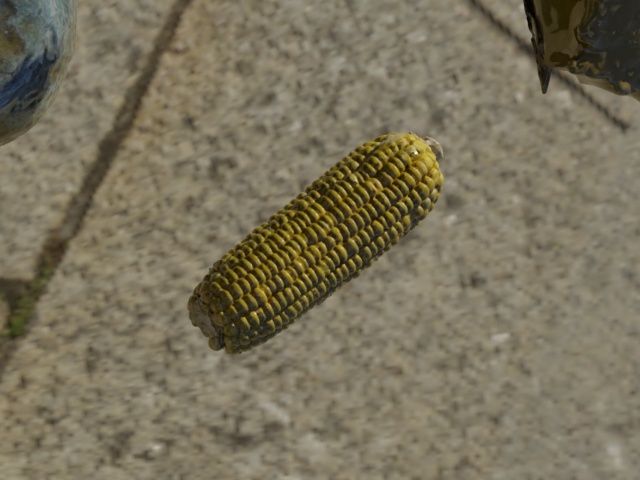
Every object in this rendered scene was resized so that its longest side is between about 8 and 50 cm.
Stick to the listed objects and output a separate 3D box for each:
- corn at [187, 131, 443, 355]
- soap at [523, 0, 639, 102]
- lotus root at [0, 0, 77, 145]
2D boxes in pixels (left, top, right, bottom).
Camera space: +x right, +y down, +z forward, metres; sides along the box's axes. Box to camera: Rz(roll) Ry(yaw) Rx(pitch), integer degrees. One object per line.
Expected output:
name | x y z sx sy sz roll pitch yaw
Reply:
corn | 0.000 0.000 1.334 0.238 0.080 0.080 -38 104 -15
soap | 0.261 -0.263 1.138 0.169 0.304 0.338 -6 82 -33
lotus root | -0.256 -0.214 1.276 0.175 0.175 0.349 9 72 -33
